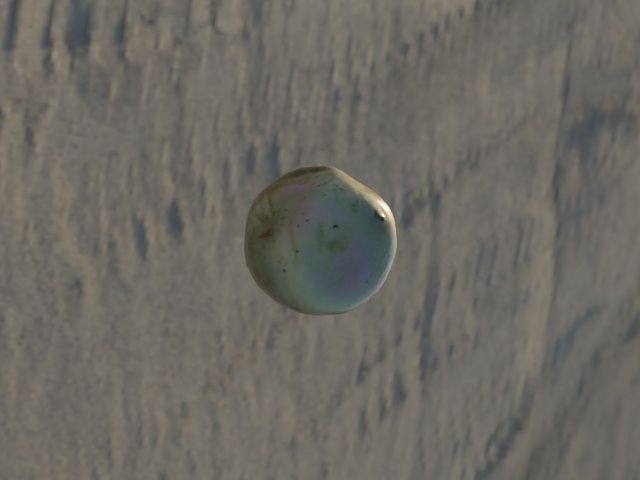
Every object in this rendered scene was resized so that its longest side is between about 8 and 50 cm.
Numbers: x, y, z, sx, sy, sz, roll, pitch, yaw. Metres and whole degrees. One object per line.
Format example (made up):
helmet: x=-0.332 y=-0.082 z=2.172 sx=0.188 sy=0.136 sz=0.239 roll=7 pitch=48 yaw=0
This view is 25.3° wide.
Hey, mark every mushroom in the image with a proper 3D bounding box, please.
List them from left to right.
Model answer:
mushroom: x=0.000 y=0.000 z=0.767 sx=0.067 sy=0.083 sz=0.084 roll=-80 pitch=176 yaw=-73
